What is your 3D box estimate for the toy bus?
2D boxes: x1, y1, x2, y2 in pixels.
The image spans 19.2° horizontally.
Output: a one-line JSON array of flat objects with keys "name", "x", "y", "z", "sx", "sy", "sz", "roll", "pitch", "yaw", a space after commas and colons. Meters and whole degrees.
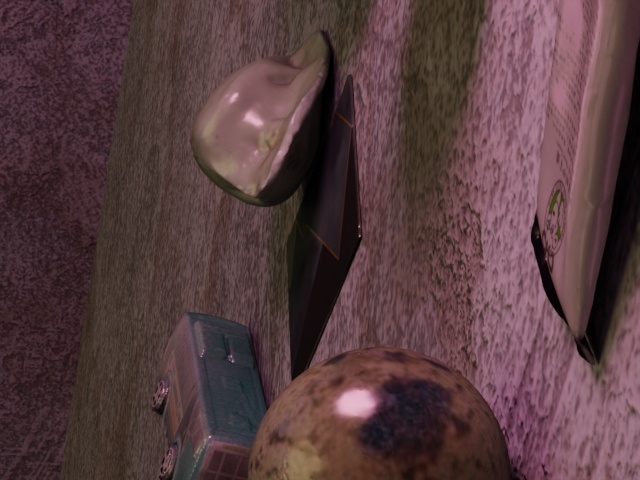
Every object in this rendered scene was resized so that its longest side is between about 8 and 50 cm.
[{"name": "toy bus", "x": -0.098, "y": 0.162, "z": 1.754, "sx": 0.262, "sy": 0.091, "sz": 0.109, "roll": -110, "pitch": 39, "yaw": -62}]

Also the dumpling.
[{"name": "dumpling", "x": -0.055, "y": -0.107, "z": 1.614, "sx": 0.219, "sy": 0.108, "sz": 0.153, "roll": -122, "pitch": 40, "yaw": -69}]

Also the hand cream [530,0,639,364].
[{"name": "hand cream", "x": 0.132, "y": -0.108, "z": 0.871, "sx": 0.121, "sy": 0.076, "sz": 0.336, "roll": -93, "pitch": 8, "yaw": -57}]

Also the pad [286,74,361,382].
[{"name": "pad", "x": 0.000, "y": 0.000, "z": 1.556, "sx": 0.243, "sy": 0.004, "sz": 0.164, "roll": 111, "pitch": 161, "yaw": -52}]

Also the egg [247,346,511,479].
[{"name": "egg", "x": 0.030, "y": 0.132, "z": 1.022, "sx": 0.182, "sy": 0.141, "sz": 0.141, "roll": 99, "pitch": 172, "yaw": -66}]
